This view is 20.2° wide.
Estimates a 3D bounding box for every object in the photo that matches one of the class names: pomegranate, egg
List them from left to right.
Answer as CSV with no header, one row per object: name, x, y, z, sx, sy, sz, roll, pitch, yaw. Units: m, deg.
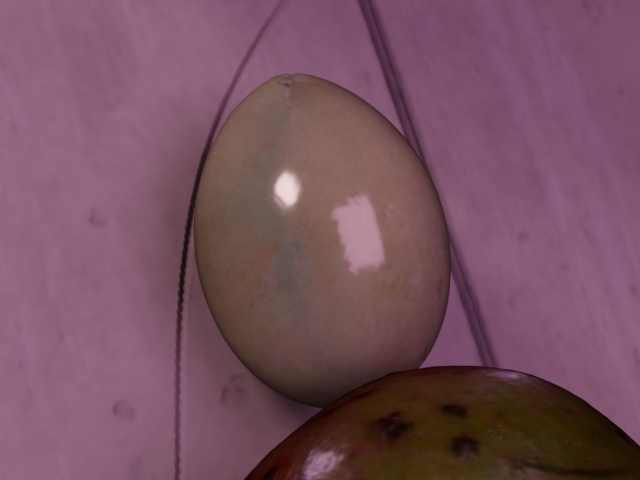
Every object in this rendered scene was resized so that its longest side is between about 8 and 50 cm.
egg,0.000,0.000,0.804,0.114,0.114,0.152,-11,87,-40
pomegranate,0.097,0.179,0.723,0.306,0.242,0.242,17,62,0
